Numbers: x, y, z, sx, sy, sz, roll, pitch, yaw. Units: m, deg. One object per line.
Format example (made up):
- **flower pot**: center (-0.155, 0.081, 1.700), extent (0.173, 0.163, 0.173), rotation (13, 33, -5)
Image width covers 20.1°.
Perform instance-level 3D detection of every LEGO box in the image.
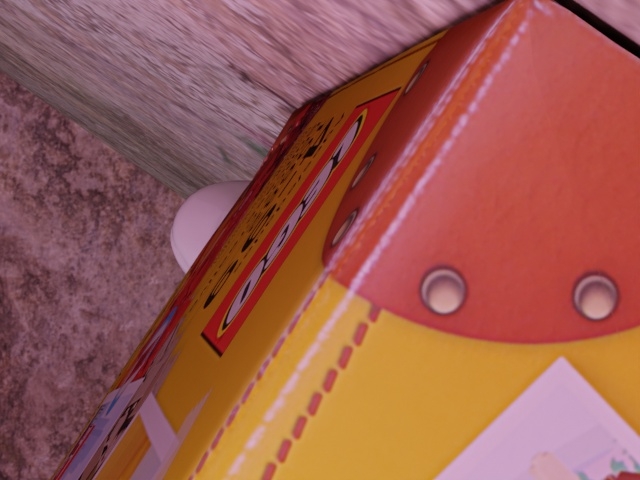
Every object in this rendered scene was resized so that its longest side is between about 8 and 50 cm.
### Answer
- **LEGO box**: center (-0.047, 0.212, 0.480), extent (0.193, 0.500, 0.372), rotation (34, 176, -6)

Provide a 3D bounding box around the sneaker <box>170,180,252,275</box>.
- **sneaker**: center (0.000, 0.000, 0.812), extent (0.212, 0.080, 0.094), rotation (22, 158, 42)
